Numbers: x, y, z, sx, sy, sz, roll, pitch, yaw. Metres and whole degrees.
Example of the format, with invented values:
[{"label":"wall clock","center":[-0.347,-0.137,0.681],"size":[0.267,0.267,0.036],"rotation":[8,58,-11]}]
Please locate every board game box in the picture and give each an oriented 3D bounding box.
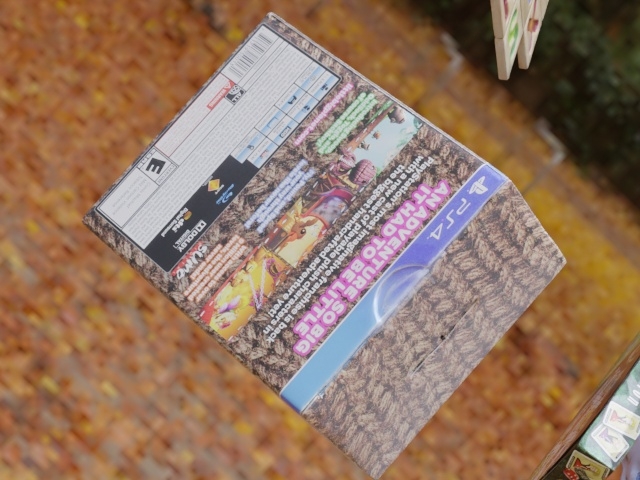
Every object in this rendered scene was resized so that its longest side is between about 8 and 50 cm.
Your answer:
[{"label":"board game box","center":[0.192,0.079,1.175],"size":[0.030,0.136,0.259],"rotation":[38,51,8]},{"label":"board game box","center":[0.000,0.000,1.555],"size":[0.291,0.232,0.141],"rotation":[39,-5,37]}]

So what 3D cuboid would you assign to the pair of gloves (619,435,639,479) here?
[{"label":"pair of gloves","center":[0.259,0.225,1.735],"size":[0.023,0.198,0.159],"rotation":[28,18,-10]}]

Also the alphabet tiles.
[{"label":"alphabet tiles","center":[0.183,-0.316,1.670],"size":[0.011,0.285,0.342],"rotation":[11,-31,16]}]
